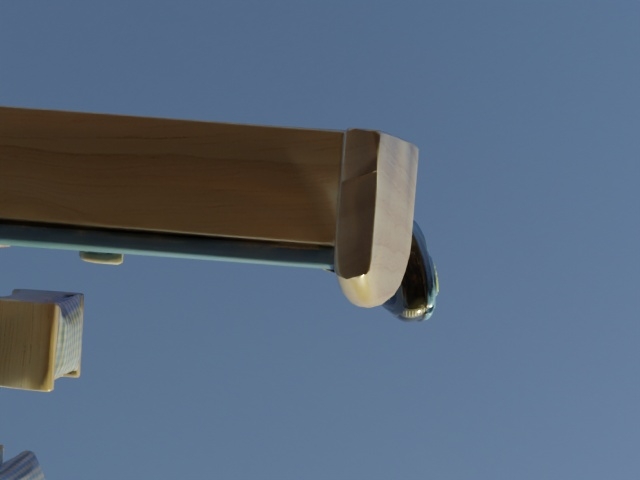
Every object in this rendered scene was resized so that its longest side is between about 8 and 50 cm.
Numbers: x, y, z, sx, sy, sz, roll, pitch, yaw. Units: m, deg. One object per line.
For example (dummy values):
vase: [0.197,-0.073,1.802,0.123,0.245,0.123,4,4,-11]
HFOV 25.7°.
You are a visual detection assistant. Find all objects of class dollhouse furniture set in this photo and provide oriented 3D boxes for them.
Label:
dollhouse furniture set: [-0.075,0.106,0.541,0.198,0.286,0.303,5,-87,9]

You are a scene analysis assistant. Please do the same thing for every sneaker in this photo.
sneaker: [0.000,0.000,0.883,0.078,0.188,0.067,-28,-40,-34]
